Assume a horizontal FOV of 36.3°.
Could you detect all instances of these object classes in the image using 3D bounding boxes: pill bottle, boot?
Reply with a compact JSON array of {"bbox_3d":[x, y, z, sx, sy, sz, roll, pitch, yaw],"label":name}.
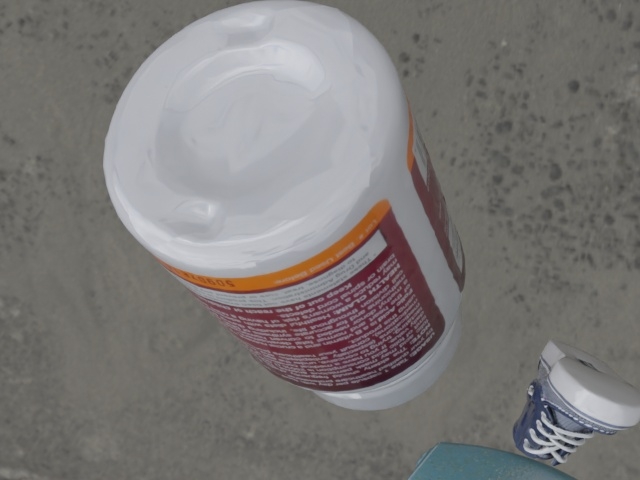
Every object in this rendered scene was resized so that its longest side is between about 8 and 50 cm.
[{"bbox_3d":[0.000,0.000,0.838,0.224,0.224,0.392,4,155,20],"label":"pill bottle"},{"bbox_3d":[0.183,0.132,0.714,0.069,0.190,0.086,24,96,8],"label":"boot"}]

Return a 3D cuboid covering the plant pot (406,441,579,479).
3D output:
[{"bbox_3d":[0.156,0.348,0.958,0.252,0.248,0.247,38,147,15],"label":"plant pot"}]
